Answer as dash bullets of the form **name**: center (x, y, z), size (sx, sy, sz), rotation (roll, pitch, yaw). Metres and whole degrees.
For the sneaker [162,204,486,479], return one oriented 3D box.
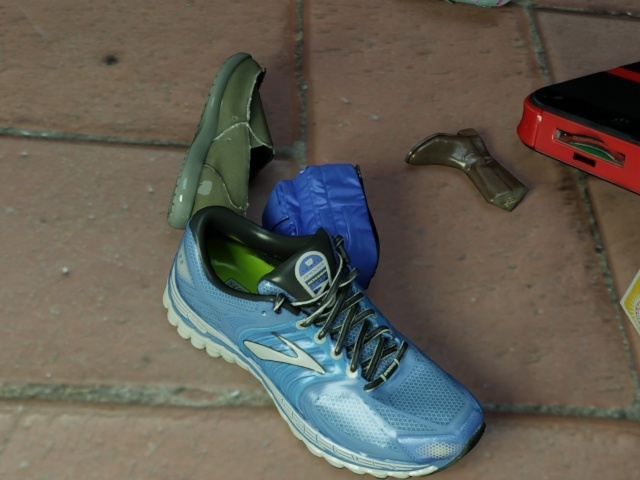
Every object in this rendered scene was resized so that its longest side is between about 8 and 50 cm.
- **sneaker**: center (-0.004, 0.081, 0.828), size (0.330, 0.147, 0.130), rotation (31, 51, 17)

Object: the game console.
- **game console**: center (0.455, -0.120, 1.060), size (0.342, 0.060, 0.386), rotation (-17, 32, -30)

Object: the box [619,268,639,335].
- **box**: center (0.424, 0.050, 0.944), size (0.203, 0.114, 0.103), rotation (-10, 53, -17)

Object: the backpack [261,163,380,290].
- **backpack**: center (0.000, 0.000, 0.935), size (0.101, 0.098, 0.120), rotation (-9, 60, -18)

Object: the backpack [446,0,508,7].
- **backpack**: center (0.185, -0.403, 1.273), size (0.188, 0.165, 0.144), rotation (6, 39, 0)

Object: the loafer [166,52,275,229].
- **loafer**: center (-0.094, -0.101, 1.023), size (0.087, 0.094, 0.251), rotation (19, 52, -8)

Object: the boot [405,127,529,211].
- **boot**: center (0.166, -0.073, 1.068), size (0.106, 0.037, 0.114), rotation (-20, 59, -22)
